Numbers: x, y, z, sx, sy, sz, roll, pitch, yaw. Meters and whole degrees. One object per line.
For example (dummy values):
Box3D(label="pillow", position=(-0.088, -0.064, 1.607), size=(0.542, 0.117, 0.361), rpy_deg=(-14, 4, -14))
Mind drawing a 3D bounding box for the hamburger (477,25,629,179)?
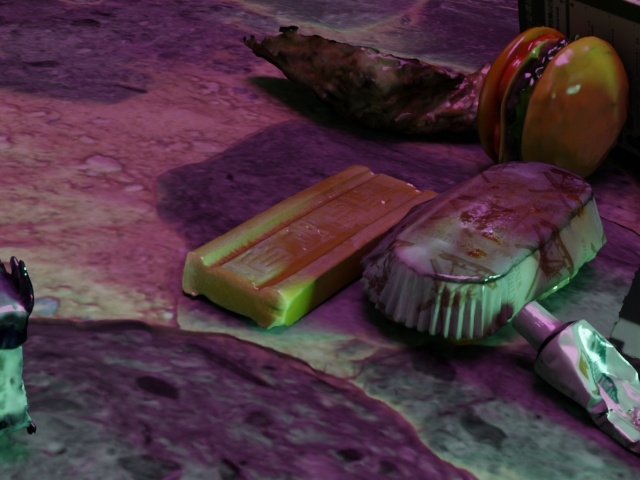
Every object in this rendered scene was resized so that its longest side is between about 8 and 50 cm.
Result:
Box3D(label="hamburger", position=(0.228, -0.131, 1.104), size=(0.162, 0.162, 0.115), rpy_deg=(-18, 31, -41))

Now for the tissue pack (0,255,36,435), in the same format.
Box3D(label="tissue pack", position=(-0.372, 0.046, 0.642), size=(0.361, 0.122, 0.259), rpy_deg=(-11, 31, -29))

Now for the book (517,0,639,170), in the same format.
Box3D(label="book", position=(0.308, -0.165, 1.145), size=(0.027, 0.202, 0.264), rpy_deg=(-34, 44, -22))

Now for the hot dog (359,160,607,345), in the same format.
Box3D(label="hot dog", position=(0.134, 0.004, 0.901), size=(0.144, 0.075, 0.268), rpy_deg=(20, 33, 33))

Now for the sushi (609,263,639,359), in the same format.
Box3D(label="sushi", position=(0.431, -0.016, 0.766), size=(0.359, 0.343, 0.064), rpy_deg=(22, 3, 18))

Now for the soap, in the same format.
Box3D(label="soap", position=(0.000, -0.001, 0.915), size=(0.092, 0.037, 0.252), rpy_deg=(21, 30, 26))

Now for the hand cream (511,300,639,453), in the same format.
Box3D(label="hand cream", position=(0.234, 0.114, 0.743), size=(0.257, 0.050, 0.084), rpy_deg=(29, 37, 31))

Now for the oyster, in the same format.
Box3D(label="oyster", position=(0.044, -0.171, 1.228), size=(0.294, 0.094, 0.166), rpy_deg=(14, 7, 34))
